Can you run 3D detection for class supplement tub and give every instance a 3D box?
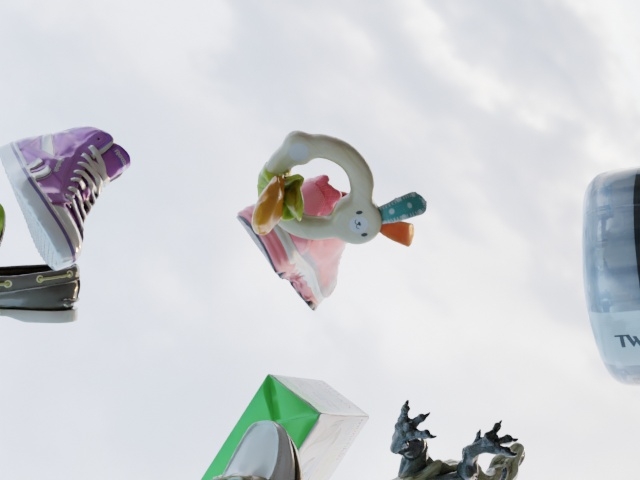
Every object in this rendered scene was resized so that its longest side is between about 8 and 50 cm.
[{"bbox_3d":[0.415,0.018,0.846,0.207,0.338,0.207,25,-118,-60],"label":"supplement tub"}]

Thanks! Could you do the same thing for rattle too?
[{"bbox_3d":[0.030,-0.027,1.051,0.200,0.130,0.143,33,-174,-14],"label":"rattle"}]

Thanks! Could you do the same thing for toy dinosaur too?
[{"bbox_3d":[0.096,0.198,0.845,0.268,0.118,0.064,2,-137,-27],"label":"toy dinosaur"}]

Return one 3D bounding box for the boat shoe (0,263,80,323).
[{"bbox_3d":[-0.503,0.066,1.416,0.305,0.109,0.091,6,-87,-30],"label":"boat shoe"}]

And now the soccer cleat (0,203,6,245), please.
[{"bbox_3d":[-0.379,0.038,0.999,0.060,0.072,0.179,25,-106,-13],"label":"soccer cleat"}]

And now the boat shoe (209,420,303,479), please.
[{"bbox_3d":[-0.103,0.357,1.285,0.103,0.113,0.302,53,-148,-34],"label":"boat shoe"}]

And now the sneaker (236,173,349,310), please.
[{"bbox_3d":[0.000,0.000,1.271,0.116,0.136,0.314,54,180,16],"label":"sneaker"}]

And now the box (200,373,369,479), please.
[{"bbox_3d":[-0.068,0.373,1.667,0.127,0.262,0.231,34,-177,26],"label":"box"}]

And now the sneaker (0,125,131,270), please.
[{"bbox_3d":[-0.315,-0.075,1.251,0.161,0.102,0.282,-19,-141,-16],"label":"sneaker"}]
